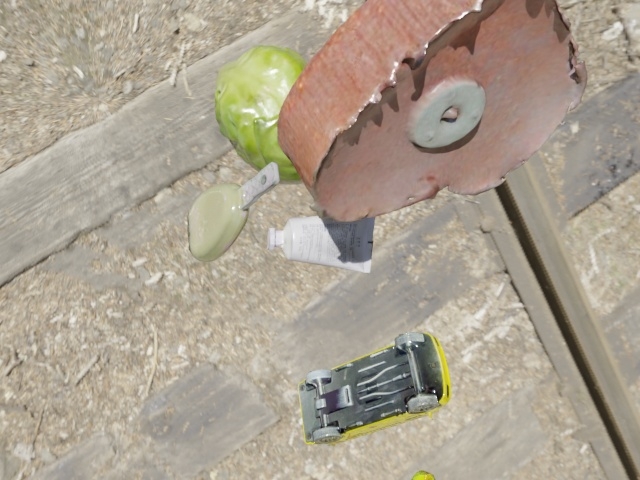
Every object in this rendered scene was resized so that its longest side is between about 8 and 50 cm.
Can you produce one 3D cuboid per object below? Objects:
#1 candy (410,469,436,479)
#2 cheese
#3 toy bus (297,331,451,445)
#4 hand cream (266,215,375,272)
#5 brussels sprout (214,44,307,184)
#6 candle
[{"bbox_3d":[0.117,0.378,0.977,0.123,0.035,0.035,-43,121,-4],"label":"candy"},{"bbox_3d":[-0.108,-0.043,0.858,0.038,0.192,0.096,10,62,-36],"label":"cheese"},{"bbox_3d":[0.117,0.300,1.342,0.330,0.144,0.152,-27,146,29],"label":"toy bus"},{"bbox_3d":[0.000,0.000,0.904,0.142,0.053,0.084,1,103,-13],"label":"hand cream"},{"bbox_3d":[-0.065,-0.184,1.014,0.161,0.223,0.223,-30,110,10],"label":"brussels sprout"},{"bbox_3d":[0.111,-0.163,0.672,0.317,0.131,0.287,-19,149,-21],"label":"candle"}]
